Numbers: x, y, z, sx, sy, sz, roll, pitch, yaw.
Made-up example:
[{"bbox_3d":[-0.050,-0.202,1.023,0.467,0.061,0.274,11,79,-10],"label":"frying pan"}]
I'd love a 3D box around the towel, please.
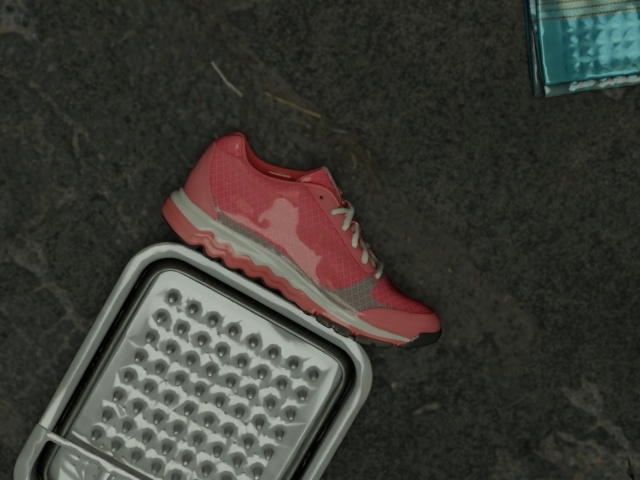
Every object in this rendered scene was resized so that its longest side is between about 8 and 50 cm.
[{"bbox_3d":[0.380,-0.299,1.801,0.370,0.040,0.271,-8,101,3],"label":"towel"}]

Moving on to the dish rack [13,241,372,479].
[{"bbox_3d":[-0.131,0.188,1.888,0.285,0.072,0.333,29,100,-3],"label":"dish rack"}]

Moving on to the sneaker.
[{"bbox_3d":[0.000,0.000,1.827,0.314,0.116,0.136,29,99,-4],"label":"sneaker"}]
